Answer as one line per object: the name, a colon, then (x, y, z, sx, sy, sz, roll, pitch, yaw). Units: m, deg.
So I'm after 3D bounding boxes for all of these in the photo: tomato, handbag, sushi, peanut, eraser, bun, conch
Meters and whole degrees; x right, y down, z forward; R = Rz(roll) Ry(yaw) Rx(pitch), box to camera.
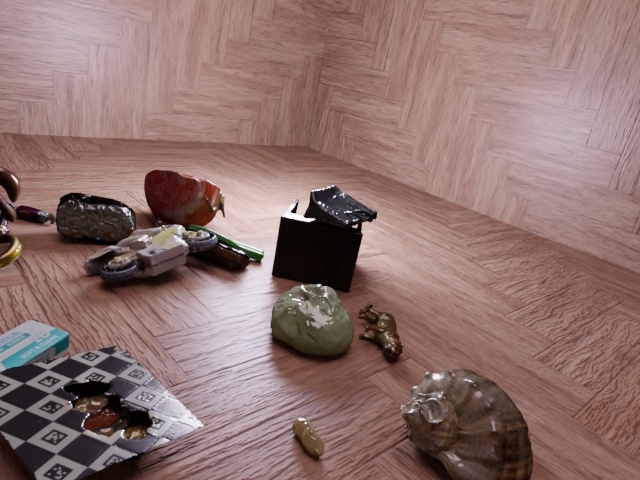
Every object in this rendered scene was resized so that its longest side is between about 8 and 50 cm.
tomato: (-0.483, -0.121, 1.640, 0.309, 0.170, 0.309, 9, -16, 3)
handbag: (0.064, -0.089, 1.428, 0.175, 0.088, 0.270, 26, 21, 19)
sushi: (-0.668, -0.064, 1.430, 0.225, 0.136, 0.126, 8, 21, -30)
peanut: (-0.022, 0.341, 0.826, 0.037, 0.037, 0.083, 0, 27, -30)
sushi: (-0.376, 0.279, 0.764, 0.290, 0.050, 0.264, 24, 16, 34)
eraser: (-0.559, 0.218, 0.833, 0.095, 0.052, 0.225, 17, 19, 8)
bun: (-0.014, 0.179, 1.140, 0.212, 0.126, 0.204, 18, 23, 16)
conch: (0.283, 0.325, 0.856, 0.291, 0.159, 0.210, 6, 19, -20)

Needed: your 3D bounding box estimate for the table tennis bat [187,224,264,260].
table tennis bat: (-0.301, 0.008, 1.512, 0.257, 0.039, 0.160, 20, -12, -5)

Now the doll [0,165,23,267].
doll: (-0.917, -0.068, 1.193, 0.318, 0.209, 0.340, 5, 23, -24)

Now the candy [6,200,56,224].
candy: (-0.904, -0.085, 1.481, 0.175, 0.045, 0.043, 14, 33, 8)

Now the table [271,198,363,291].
table: (0.000, 0.000, 1.533, 0.250, 0.196, 0.282, 12, 19, 3)

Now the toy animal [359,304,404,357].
toy animal: (0.152, 0.226, 1.218, 0.099, 0.057, 0.241, 18, 18, -3)

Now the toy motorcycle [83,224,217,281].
toy motorcycle: (-0.470, 0.025, 1.317, 0.223, 0.108, 0.341, 16, 28, 37)

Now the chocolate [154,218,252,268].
chocolate: (-0.369, 0.018, 1.465, 0.329, 0.065, 0.102, 19, -15, 16)
